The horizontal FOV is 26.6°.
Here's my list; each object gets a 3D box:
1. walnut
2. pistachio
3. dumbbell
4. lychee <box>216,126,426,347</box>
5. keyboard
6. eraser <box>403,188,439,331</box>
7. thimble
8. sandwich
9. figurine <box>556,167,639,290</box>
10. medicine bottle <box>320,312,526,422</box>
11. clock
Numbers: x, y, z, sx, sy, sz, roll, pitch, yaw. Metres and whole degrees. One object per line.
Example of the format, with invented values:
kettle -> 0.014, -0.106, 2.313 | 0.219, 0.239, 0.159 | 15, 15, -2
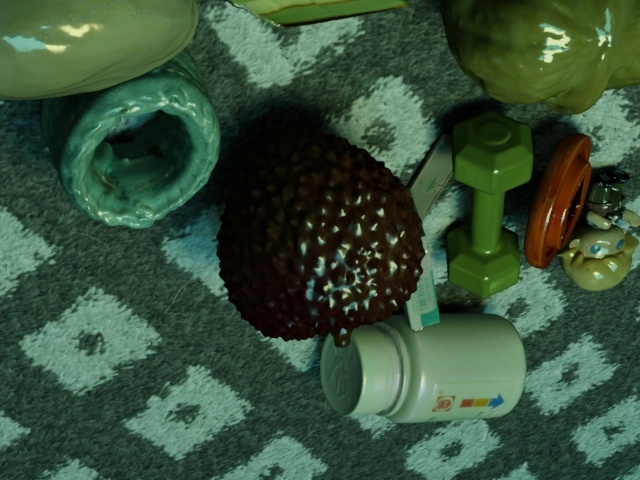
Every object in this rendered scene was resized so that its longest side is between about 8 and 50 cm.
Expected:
walnut -> 0.283, -0.287, 1.621 | 0.282, 0.277, 0.253 | 16, 114, -26
pistachio -> -0.278, -0.247, 1.421 | 0.331, 0.208, 0.226 | -13, 133, -26
dumbbell -> 0.237, -0.047, 1.927 | 0.121, 0.108, 0.302 | -23, 142, -17
lychee -> 0.000, 0.000, 1.757 | 0.275, 0.276, 0.304 | -19, 112, -9
keyboard -> 0.156, -0.085, 1.937 | 0.055, 0.017, 0.166 | 12, 125, -29
eraser -> 0.130, 0.031, 1.956 | 0.052, 0.096, 0.225 | -15, 143, 1
thimble -> -0.224, -0.127, 1.610 | 0.198, 0.143, 0.235 | -2, 133, -25
sandwich -> -0.012, -0.277, 1.548 | 0.117, 0.187, 0.144 | 20, 114, -38
figurine -> 0.437, -0.015, 2.087 | 0.114, 0.108, 0.196 | -23, 135, -39
medicine bottle -> 0.159, 0.197, 2.095 | 0.293, 0.170, 0.170 | 0, 131, -28
clock -> 0.347, -0.056, 1.955 | 0.205, 0.051, 0.205 | 19, 90, -72
